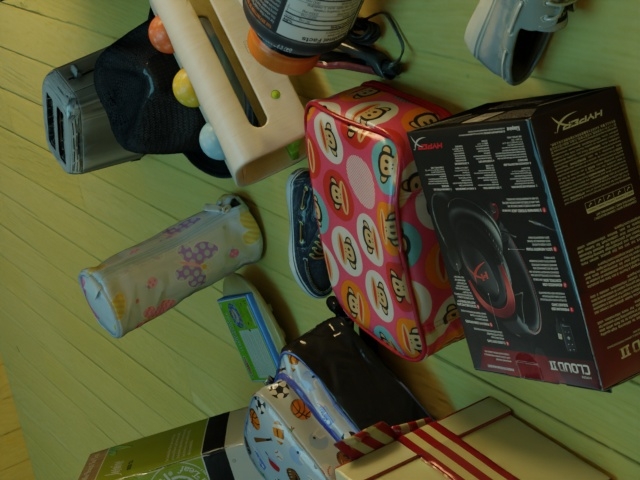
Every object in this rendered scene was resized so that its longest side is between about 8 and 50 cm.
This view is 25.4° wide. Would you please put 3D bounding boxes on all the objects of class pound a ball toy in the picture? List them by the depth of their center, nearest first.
[{"bbox_3d":[-0.135,-0.243,1.780,0.319,0.135,0.208,64,174,9],"label":"pound a ball toy"}]

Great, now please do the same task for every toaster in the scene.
[{"bbox_3d":[-0.366,-0.203,2.317,0.129,0.146,0.227,51,149,34],"label":"toaster"}]

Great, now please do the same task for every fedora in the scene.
[{"bbox_3d":[-0.223,-0.215,2.021,0.334,0.152,0.334,44,145,42],"label":"fedora"}]

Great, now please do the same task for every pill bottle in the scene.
[{"bbox_3d":[-0.010,-0.292,1.545,0.130,0.130,0.246,57,145,24],"label":"pill bottle"}]

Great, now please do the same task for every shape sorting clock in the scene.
[{"bbox_3d":[-0.093,0.144,2.166,0.206,0.040,0.206,44,148,37],"label":"shape sorting clock"}]

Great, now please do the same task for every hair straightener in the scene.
[{"bbox_3d":[0.023,-0.237,1.645,0.230,0.047,0.089,27,132,54],"label":"hair straightener"}]

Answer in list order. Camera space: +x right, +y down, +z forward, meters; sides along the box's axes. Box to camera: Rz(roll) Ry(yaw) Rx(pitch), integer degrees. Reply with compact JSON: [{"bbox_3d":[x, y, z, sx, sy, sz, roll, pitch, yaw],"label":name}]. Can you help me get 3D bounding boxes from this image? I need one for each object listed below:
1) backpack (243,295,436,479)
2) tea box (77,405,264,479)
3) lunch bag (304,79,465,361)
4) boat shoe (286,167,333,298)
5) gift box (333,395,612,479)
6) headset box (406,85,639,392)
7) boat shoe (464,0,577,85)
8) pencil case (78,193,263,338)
[{"bbox_3d":[0.028,0.260,1.849,0.276,0.213,0.263,54,162,22],"label":"backpack"},{"bbox_3d":[-0.169,0.459,2.168,0.220,0.323,0.329,-95,-12,-82],"label":"tea box"},{"bbox_3d":[0.071,-0.028,1.625,0.258,0.120,0.293,31,136,53],"label":"lunch bag"},{"bbox_3d":[0.000,0.000,1.847,0.083,0.065,0.183,26,131,56],"label":"boat shoe"},{"bbox_3d":[0.150,0.340,1.585,0.258,0.276,0.255,31,130,54],"label":"gift box"},{"bbox_3d":[0.218,0.012,1.380,0.218,0.110,0.293,0,109,63],"label":"headset box"},{"bbox_3d":[0.199,-0.224,1.293,0.081,0.079,0.227,50,155,17],"label":"boat shoe"},{"bbox_3d":[-0.215,0.035,2.064,0.113,0.273,0.124,54,158,15],"label":"pencil case"}]
